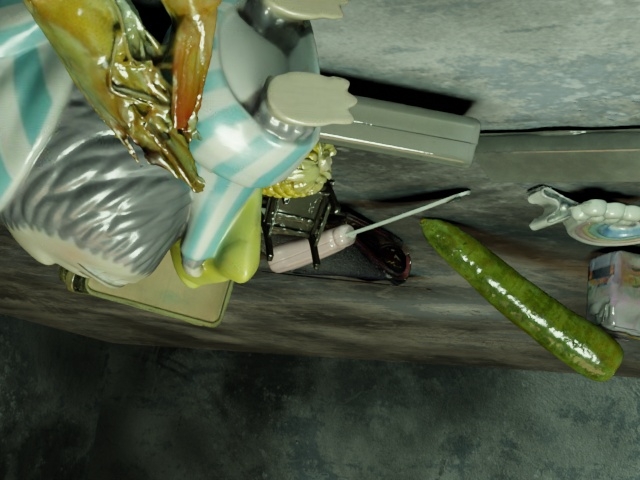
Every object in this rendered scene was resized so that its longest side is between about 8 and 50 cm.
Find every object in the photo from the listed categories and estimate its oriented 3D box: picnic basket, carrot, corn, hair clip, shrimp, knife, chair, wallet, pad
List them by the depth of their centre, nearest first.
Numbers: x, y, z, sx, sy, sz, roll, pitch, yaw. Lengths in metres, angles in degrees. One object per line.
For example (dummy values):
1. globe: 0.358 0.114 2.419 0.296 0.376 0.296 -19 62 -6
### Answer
1. shrimp: -0.134 -0.156 0.820 0.145 0.267 0.061 -17 -164 8
2. corn: -0.112 -0.103 1.318 0.260 0.091 0.091 9 140 16
3. hair clip: 0.373 -0.029 1.455 0.220 0.054 0.140 8 162 -17
4. chair: -0.038 -0.054 1.560 0.084 0.101 0.212 12 -156 -15
5. knife: 0.070 -0.014 1.581 0.336 0.043 0.081 -17 -179 29
6. carrot: 0.288 0.082 1.651 0.358 0.074 0.074 37 167 2
7. picnic basket: -0.268 0.029 1.780 0.267 0.165 0.139 18 178 -31
8. wallet: 0.000 0.000 1.795 0.221 0.071 0.262 7 165 30
9. pad: 0.027 0.072 2.064 0.300 0.005 0.202 7 178 -34

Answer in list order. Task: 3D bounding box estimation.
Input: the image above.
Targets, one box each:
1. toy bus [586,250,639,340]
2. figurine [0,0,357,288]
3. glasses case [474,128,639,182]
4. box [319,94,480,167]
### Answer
1. toy bus: 0.562 0.101 1.694 0.317 0.138 0.112 12 169 -9
2. figurine: -0.218 -0.103 0.967 0.378 0.266 0.361 4 156 -27
3. glasses case: 0.265 -0.094 1.224 0.191 0.042 0.072 1 159 29
4. box: 0.036 -0.122 1.163 0.244 0.055 0.103 10 -174 -8
